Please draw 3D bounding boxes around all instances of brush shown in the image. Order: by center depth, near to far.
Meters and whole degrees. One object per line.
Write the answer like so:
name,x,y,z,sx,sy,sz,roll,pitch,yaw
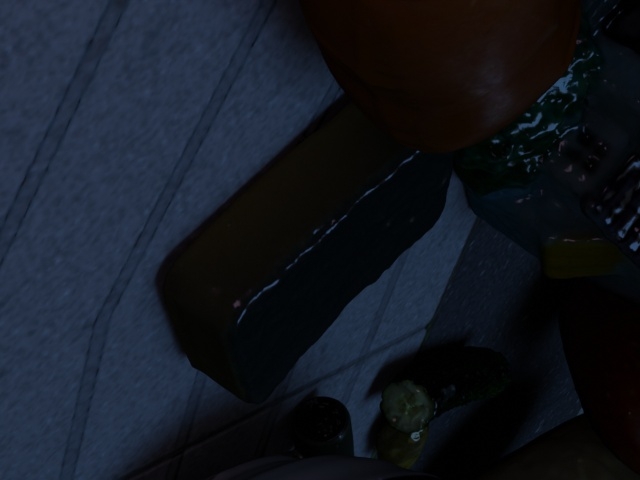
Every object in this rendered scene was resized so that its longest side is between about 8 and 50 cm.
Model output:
brush,0.000,0.000,0.815,0.197,0.059,0.123,-44,158,-19

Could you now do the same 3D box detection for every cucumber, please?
cucumber,0.111,0.128,1.227,0.187,0.058,0.058,-7,131,-61

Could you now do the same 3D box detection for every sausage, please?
sausage,0.053,-0.123,0.649,0.133,0.133,0.258,-49,162,-6

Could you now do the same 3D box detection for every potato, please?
potato,0.072,0.181,1.251,0.092,0.047,0.045,106,-13,-57

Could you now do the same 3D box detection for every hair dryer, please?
hair dryer,-0.040,0.181,1.056,0.150,0.047,0.071,-32,149,-17

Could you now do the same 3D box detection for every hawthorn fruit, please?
hawthorn fruit,0.388,0.127,1.378,0.285,0.285,0.368,35,52,-68

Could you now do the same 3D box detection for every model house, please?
model house,0.283,-0.070,1.005,0.280,0.249,0.230,-48,157,-8

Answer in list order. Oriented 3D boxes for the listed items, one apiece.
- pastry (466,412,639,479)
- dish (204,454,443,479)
pastry,0.285,0.382,1.559,0.389,0.312,0.388,-33,169,-7
dish,-0.053,0.245,0.991,0.316,0.106,0.316,-27,145,-21
